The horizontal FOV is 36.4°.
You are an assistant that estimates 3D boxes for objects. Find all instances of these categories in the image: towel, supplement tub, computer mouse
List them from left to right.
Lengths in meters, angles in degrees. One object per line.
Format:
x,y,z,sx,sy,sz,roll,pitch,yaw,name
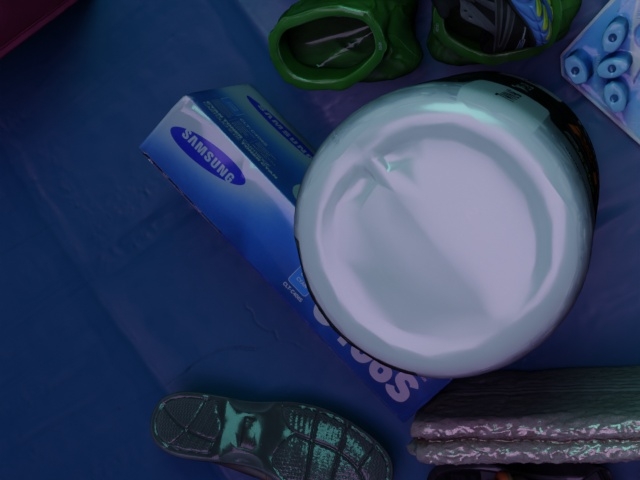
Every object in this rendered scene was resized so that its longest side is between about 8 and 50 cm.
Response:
0.121,-0.033,0.798,0.207,0.338,0.207,4,103,16,supplement tub
0.248,0.276,0.984,0.262,0.060,0.184,-5,121,23,computer mouse
0.229,0.159,0.889,0.282,0.187,0.049,-5,96,19,towel

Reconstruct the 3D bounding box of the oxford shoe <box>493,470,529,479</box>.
0.231,0.313,0.933,0.098,0.097,0.271,-18,122,10,oxford shoe

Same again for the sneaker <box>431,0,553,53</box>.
0.108,-0.205,0.724,0.078,0.067,0.188,-18,137,29,sneaker

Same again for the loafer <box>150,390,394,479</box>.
-0.049,0.221,1.059,0.268,0.084,0.096,13,75,11,loafer

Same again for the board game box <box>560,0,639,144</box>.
0.464,-0.158,0.791,0.390,0.050,0.390,43,118,4,board game box

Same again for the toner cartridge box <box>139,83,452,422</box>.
0.000,0.000,0.937,0.348,0.165,0.075,46,110,3,toner cartridge box

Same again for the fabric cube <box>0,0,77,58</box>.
-0.419,-0.279,0.926,0.259,0.254,0.258,-19,115,19,fabric cube

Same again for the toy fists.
0.093,-0.197,0.879,0.279,0.142,0.096,-7,117,19,toy fists
